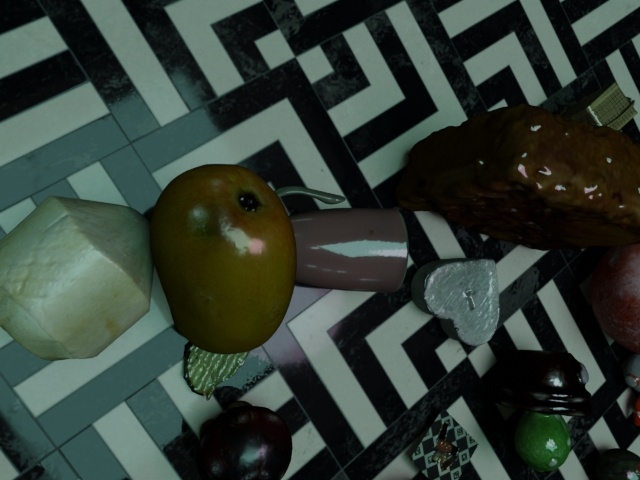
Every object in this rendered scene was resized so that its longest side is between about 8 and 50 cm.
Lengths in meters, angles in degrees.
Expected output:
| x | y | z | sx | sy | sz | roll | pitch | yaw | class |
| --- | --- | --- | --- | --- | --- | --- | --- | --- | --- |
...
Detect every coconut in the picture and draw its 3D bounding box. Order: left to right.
| x | y | z | sx | sy | sz | roll | pitch | yaw | class |
| --- | --- | --- | --- | --- | --- | --- | --- | --- | --- |
| -0.321 | 0.041 | 0.730 | 0.222 | 0.202 | 0.202 | -46 | 104 | -16 | coconut |

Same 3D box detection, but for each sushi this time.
| x | y | z | sx | sy | sz | roll | pitch | yaw | class |
| --- | --- | --- | --- | --- | --- | --- | --- | --- | --- |
| 0.231 | 0.402 | 1.036 | 0.126 | 0.026 | 0.120 | 48 | 68 | -18 | sushi |

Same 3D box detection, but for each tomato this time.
| x | y | z | sx | sy | sz | roll | pitch | yaw | class |
| --- | --- | --- | --- | --- | --- | --- | --- | --- | --- |
| 0.709 | 0.119 | 1.142 | 0.270 | 0.227 | 0.270 | -1 | 67 | 3 | tomato |

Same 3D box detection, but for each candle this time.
| x | y | z | sx | sy | sz | roll | pitch | yaw | class |
| --- | --- | --- | --- | --- | --- | --- | --- | --- | --- |
| 0.275 | 0.100 | 1.049 | 0.192 | 0.068 | 0.168 | 45 | 75 | -16 | candle |

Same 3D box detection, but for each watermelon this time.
| x | y | z | sx | sy | sz | roll | pitch | yaw | class |
| --- | --- | --- | --- | --- | --- | --- | --- | --- | --- |
| 0.662 | 0.502 | 1.163 | 0.133 | 0.105 | 0.105 | 0 | 86 | -2 | watermelon |

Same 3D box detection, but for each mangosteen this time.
| x | y | z | sx | sy | sz | roll | pitch | yaw | class |
| --- | --- | --- | --- | --- | --- | --- | --- | --- | --- |
| -0.120 | 0.317 | 0.838 | 0.152 | 0.152 | 0.153 | 2 | 86 | -23 | mangosteen |

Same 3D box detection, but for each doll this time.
| x | y | z | sx | sy | sz | roll | pitch | yaw | class |
| --- | --- | --- | --- | --- | --- | --- | --- | --- | --- |
| 0.750 | 0.335 | 1.233 | 0.142 | 0.076 | 0.245 | -28 | 101 | -23 | doll |

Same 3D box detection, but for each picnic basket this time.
| x | y | z | sx | sy | sz | roll | pitch | yaw | class |
| --- | --- | --- | --- | --- | --- | --- | --- | --- | --- |
| 0.561 | -0.249 | 1.142 | 0.115 | 0.164 | 0.079 | -38 | 92 | -20 | picnic basket |

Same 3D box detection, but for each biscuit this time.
| x | y | z | sx | sy | sz | roll | pitch | yaw | class |
| --- | --- | --- | --- | --- | --- | --- | --- | --- | --- |
| 0.378 | -0.099 | 0.963 | 0.395 | 0.342 | 0.166 | 15 | 78 | -24 | biscuit |

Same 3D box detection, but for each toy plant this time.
| x | y | z | sx | sy | sz | roll | pitch | yaw | class |
| --- | --- | --- | --- | --- | --- | --- | --- | --- | --- |
| 0.424 | 0.331 | 1.041 | 0.218 | 0.175 | 0.235 | 26 | 67 | -63 | toy plant |

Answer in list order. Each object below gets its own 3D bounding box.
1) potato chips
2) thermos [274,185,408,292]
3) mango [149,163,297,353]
| x | y | z | sx | sy | sz | roll | pitch | yaw | class |
| --- | --- | --- | --- | --- | --- | --- | --- | --- | --- |
| -0.146 | 0.159 | 0.888 | 0.092 | 0.028 | 0.207 | 44 | 74 | -16 | potato chips |
| 0.000 | 0.000 | 0.899 | 0.265 | 0.146 | 0.176 | 4 | 111 | -13 | thermos |
| -0.136 | 0.042 | 0.754 | 0.211 | 0.317 | 0.173 | 28 | 43 | 18 | mango |
